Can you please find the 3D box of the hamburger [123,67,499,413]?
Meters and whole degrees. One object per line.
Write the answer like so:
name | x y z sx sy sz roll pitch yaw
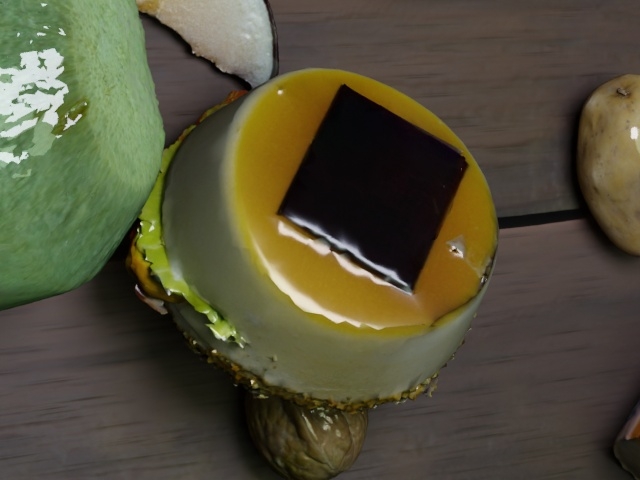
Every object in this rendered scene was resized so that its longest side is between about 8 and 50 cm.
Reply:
hamburger | 0.000 0.000 1.444 0.294 0.179 0.276 28 54 -9

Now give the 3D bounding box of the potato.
potato | 0.295 -0.066 1.665 0.109 0.118 0.178 -18 117 8

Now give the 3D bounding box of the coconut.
coconut | -0.283 -0.087 1.263 0.328 0.328 0.281 49 29 -20

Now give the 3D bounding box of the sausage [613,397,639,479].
sausage | 0.441 0.137 1.682 0.233 0.233 0.287 43 70 -22

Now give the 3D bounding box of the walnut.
walnut | -0.013 0.146 1.507 0.105 0.105 0.124 -37 114 -23

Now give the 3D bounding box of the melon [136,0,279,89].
melon | -0.097 -0.204 1.483 0.182 0.054 0.098 31 83 -25
